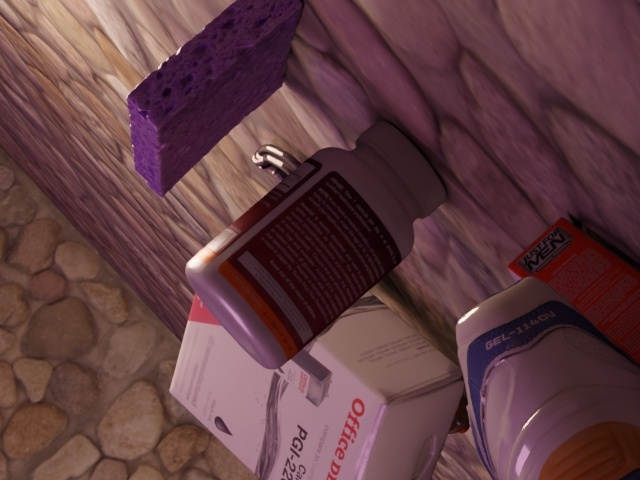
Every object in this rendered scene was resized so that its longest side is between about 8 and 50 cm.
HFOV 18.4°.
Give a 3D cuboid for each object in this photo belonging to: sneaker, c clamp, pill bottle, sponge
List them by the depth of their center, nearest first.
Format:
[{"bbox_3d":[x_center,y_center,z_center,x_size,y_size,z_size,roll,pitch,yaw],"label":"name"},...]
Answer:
[{"bbox_3d":[0.142,0.116,0.963,0.131,0.112,0.296,62,179,32],"label":"sneaker"},{"bbox_3d":[0.000,0.000,1.193,0.086,0.152,0.086,48,170,11],"label":"pill bottle"},{"bbox_3d":[-0.069,-0.094,1.252,0.031,0.117,0.210,47,171,5],"label":"sponge"},{"bbox_3d":[-0.007,-0.022,1.542,0.137,0.022,0.160,38,166,51],"label":"c clamp"}]

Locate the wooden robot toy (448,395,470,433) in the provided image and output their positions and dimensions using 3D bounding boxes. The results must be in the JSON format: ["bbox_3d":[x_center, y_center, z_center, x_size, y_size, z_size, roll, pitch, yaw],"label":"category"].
[{"bbox_3d":[0.084,0.135,1.608,0.079,0.076,0.173,42,175,-27],"label":"wooden robot toy"}]

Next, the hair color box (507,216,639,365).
[{"bbox_3d":[0.161,0.052,0.990,0.141,0.043,0.072,40,168,46],"label":"hair color box"}]

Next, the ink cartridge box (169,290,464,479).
[{"bbox_3d":[-0.007,0.112,1.544,0.218,0.092,0.158,39,128,31],"label":"ink cartridge box"}]
